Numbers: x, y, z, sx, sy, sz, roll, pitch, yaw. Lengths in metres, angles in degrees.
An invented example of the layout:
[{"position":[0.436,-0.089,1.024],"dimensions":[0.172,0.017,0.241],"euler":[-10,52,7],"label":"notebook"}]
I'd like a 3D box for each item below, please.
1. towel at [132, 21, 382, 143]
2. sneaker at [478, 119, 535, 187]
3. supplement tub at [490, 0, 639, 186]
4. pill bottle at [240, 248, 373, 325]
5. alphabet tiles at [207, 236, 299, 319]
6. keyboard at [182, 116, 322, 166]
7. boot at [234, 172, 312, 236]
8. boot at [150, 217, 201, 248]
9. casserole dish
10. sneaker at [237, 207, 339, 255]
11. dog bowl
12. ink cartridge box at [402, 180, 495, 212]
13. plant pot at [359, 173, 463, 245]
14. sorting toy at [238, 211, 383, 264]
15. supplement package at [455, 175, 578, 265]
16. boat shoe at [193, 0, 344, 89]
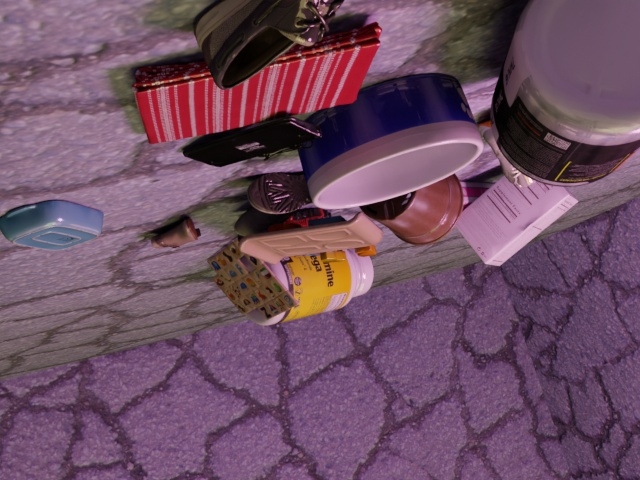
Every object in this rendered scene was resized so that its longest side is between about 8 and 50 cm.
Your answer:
[{"position":[-0.072,-0.176,0.901],"dimensions":[0.274,0.031,0.199],"euler":[-13,171,-9],"label":"towel"},{"position":[0.362,-0.162,1.423],"dimensions":[0.099,0.121,0.262],"euler":[-21,169,19],"label":"sneaker"},{"position":[0.329,-0.187,0.994],"dimensions":[0.207,0.207,0.338],"euler":[-17,170,3],"label":"supplement tub"},{"position":[-0.032,0.096,1.975],"dimensions":[0.334,0.188,0.188],"euler":[-9,167,-41],"label":"pill bottle"},{"position":[-0.167,0.099,1.795],"dimensions":[0.009,0.198,0.237],"euler":[-44,-173,-34],"label":"alphabet tiles"},{"position":[-0.088,-0.139,1.052],"dimensions":[0.192,0.038,0.100],"euler":[-10,163,35],"label":"keyboard"},{"position":[-0.099,-0.059,1.403],"dimensions":[0.189,0.076,0.208],"euler":[-5,172,-40],"label":"boot"},{"position":[-0.271,-0.008,1.441],"dimensions":[0.087,0.042,0.118],"euler":[-15,169,0],"label":"boot"},{"position":[-0.403,-0.018,1.184],"dimensions":[0.114,0.037,0.188],"euler":[-18,171,9],"label":"casserole dish"},{"position":[-0.066,-0.014,1.649],"dimensions":[0.125,0.104,0.262],"euler":[-13,166,41],"label":"sneaker"},{"position":[0.100,-0.140,1.160],"dimensions":[0.265,0.104,0.265],"euler":[-16,169,-3],"label":"dog bowl"},{"position":[0.343,-0.089,1.966],"dimensions":[0.175,0.069,0.371],"euler":[-25,170,35],"label":"ink cartridge box"},{"position":[0.155,-0.083,1.437],"dimensions":[0.167,0.167,0.165],"euler":[-22,161,28],"label":"plant pot"},{"position":[0.000,0.000,1.478],"dimensions":[0.229,0.041,0.307],"euler":[-12,168,13],"label":"sorting toy"},{"position":[0.455,-0.069,1.827],"dimensions":[0.244,0.134,0.139],"euler":[-42,159,17],"label":"supplement package"},{"position":[-0.021,-0.206,0.695],"dimensions":[0.223,0.073,0.080],"euler":[-24,168,34],"label":"boat shoe"}]
